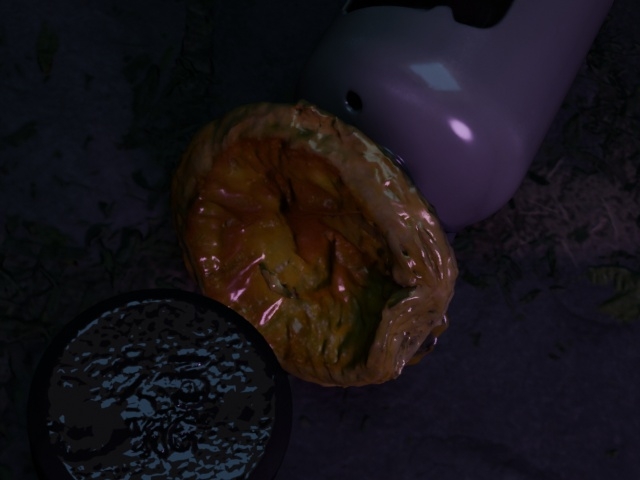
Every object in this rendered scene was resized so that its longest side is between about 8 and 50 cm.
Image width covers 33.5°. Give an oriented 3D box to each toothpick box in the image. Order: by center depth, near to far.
[{"bbox_3d":[0.110,-0.140,0.903,0.229,0.229,0.316,28,62,2],"label":"toothpick box"}]

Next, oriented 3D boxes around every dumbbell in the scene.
[{"bbox_3d":[-0.107,0.140,0.687,0.152,0.218,0.152,5,61,-10],"label":"dumbbell"}]

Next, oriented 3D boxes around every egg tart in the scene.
[{"bbox_3d":[0.000,0.000,0.786,0.241,0.241,0.106,39,42,8],"label":"egg tart"}]
